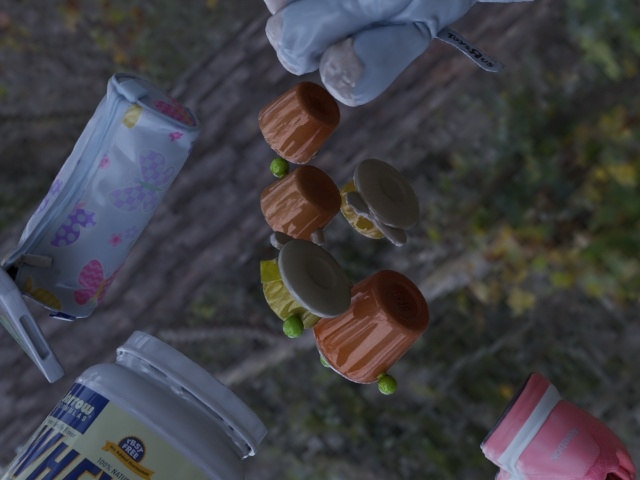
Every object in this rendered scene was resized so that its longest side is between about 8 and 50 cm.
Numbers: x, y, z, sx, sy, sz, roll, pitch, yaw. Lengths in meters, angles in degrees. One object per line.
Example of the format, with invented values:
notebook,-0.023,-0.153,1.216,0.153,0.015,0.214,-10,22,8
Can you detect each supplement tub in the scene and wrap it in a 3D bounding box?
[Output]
supplement tub,-0.236,0.291,2.175,0.235,0.325,0.235,34,166,10

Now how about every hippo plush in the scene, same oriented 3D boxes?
hippo plush,0.064,-0.291,1.995,0.294,0.234,0.236,22,155,13

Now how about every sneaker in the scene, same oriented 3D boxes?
sneaker,0.248,0.231,1.861,0.136,0.116,0.314,34,176,20

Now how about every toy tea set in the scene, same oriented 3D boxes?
toy tea set,0.000,0.000,1.909,0.200,0.124,0.336,28,-140,-28

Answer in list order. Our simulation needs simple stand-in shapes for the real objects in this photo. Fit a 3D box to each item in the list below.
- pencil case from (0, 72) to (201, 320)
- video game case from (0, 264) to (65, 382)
pencil case,-0.242,-0.050,2.062,0.124,0.273,0.113,21,-162,-42
video game case,-0.358,0.034,1.993,0.212,0.023,0.193,46,165,29
